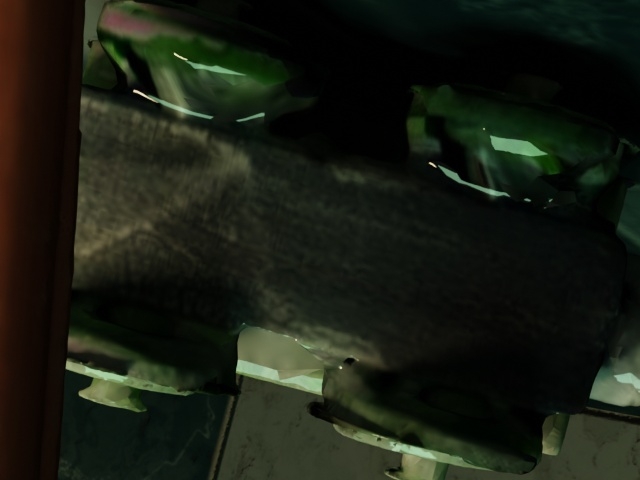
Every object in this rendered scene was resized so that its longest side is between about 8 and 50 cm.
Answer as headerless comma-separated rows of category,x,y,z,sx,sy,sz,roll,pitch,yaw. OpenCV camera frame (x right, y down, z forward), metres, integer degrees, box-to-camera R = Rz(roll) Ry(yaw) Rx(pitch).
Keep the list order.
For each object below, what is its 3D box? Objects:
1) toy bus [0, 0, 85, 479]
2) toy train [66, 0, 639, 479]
toy bus,-0.170,0.032,0.351,0.233,0.427,0.203,6,174,-19
toy train,0.000,0.000,0.683,0.307,0.173,0.249,14,179,0
